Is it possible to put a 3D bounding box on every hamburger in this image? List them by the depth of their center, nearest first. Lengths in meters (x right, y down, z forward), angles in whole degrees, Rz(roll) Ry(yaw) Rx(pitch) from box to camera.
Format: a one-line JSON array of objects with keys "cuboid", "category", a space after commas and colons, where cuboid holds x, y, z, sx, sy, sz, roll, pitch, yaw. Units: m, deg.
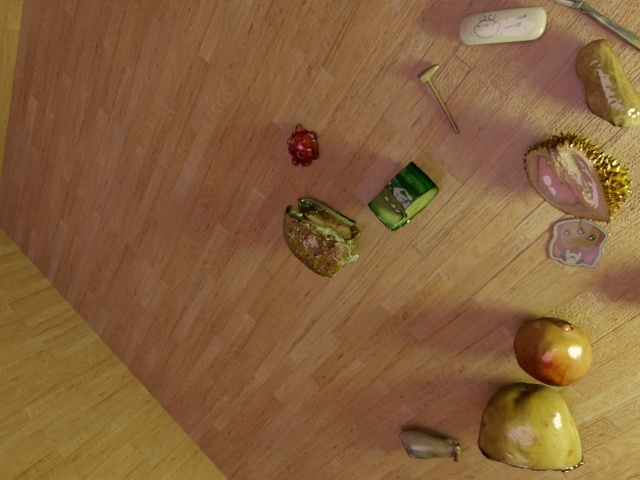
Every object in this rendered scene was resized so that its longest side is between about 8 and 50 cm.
[{"cuboid": [0.000, 0.000, 1.454, 0.287, 0.167, 0.193, 28, 119, 18], "category": "hamburger"}]

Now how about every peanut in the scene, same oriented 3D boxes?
[{"cuboid": [0.650, -0.348, 0.990, 0.099, 0.099, 0.214, -22, 98, 34], "category": "peanut"}]

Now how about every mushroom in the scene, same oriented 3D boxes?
[{"cuboid": [0.388, 0.730, 1.563, 0.224, 0.093, 0.116, -15, 116, 24], "category": "mushroom"}]

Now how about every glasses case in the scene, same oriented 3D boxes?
[{"cuboid": [0.441, -0.522, 1.068, 0.197, 0.049, 0.076, 9, 113, 27], "category": "glasses case"}]

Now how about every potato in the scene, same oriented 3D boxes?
[{"cuboid": [0.610, 0.533, 1.287, 0.285, 0.242, 0.243, -1, 108, 38], "category": "potato"}]

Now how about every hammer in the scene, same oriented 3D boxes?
[{"cuboid": [0.340, -0.385, 1.201, 0.060, 0.028, 0.195, -28, 96, 28], "category": "hammer"}]

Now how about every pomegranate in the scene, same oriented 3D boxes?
[{"cuboid": [0.634, 0.300, 1.199, 0.191, 0.191, 0.192, 11, 114, 26], "category": "pomegranate"}]

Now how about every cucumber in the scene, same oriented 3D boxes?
[{"cuboid": [0.246, -0.133, 1.257, 0.130, 0.191, 0.191, 44, 124, 7], "category": "cucumber"}]

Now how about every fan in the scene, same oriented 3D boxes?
[{"cuboid": [0.682, -0.030, 1.142, 0.131, 0.009, 0.220, 16, 116, 24], "category": "fan"}]

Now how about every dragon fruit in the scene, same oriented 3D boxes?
[{"cuboid": [-0.062, -0.305, 1.436, 0.112, 0.068, 0.127, 24, 120, 20], "category": "dragon fruit"}]

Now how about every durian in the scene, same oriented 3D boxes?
[{"cuboid": [0.619, -0.164, 1.059, 0.138, 0.183, 0.250, -44, 79, -2], "category": "durian"}]

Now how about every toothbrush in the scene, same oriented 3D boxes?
[{"cuboid": [0.622, -0.503, 0.985, 0.375, 0.028, 0.037, 42, 119, 10], "category": "toothbrush"}]
